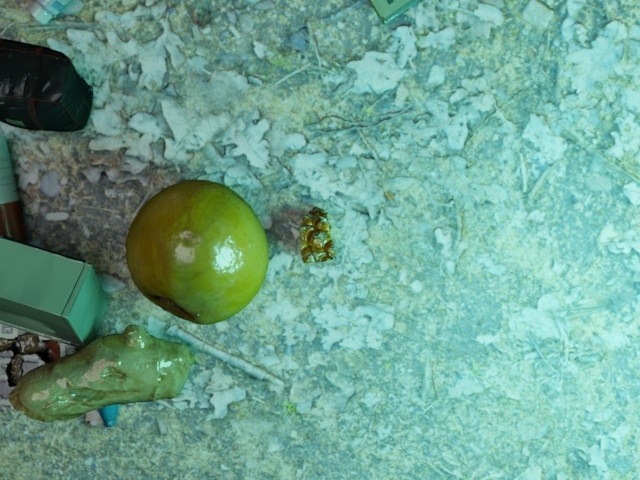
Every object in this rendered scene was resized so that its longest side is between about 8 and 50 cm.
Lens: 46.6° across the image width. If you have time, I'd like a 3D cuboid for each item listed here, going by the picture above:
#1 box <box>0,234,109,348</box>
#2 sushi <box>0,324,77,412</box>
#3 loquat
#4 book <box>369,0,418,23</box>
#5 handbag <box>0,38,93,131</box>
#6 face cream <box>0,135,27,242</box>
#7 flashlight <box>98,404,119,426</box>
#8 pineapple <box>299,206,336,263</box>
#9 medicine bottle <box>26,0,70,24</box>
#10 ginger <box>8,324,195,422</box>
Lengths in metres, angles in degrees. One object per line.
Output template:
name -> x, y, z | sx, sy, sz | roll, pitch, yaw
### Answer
box -> -0.544, 0.095, 1.417 | 0.225, 0.225, 0.117 | 17, 66, 0
sushi -> -0.639, 0.251, 1.541 | 0.279, 0.043, 0.193 | -13, 94, -3
loquat -> -0.230, 0.011, 1.394 | 0.274, 0.275, 0.275 | 0, 98, 2
book -> 0.178, -0.567, 1.370 | 0.282, 0.025, 0.215 | -36, 107, -1
handbag -> -0.550, -0.286, 1.401 | 0.215, 0.169, 0.155 | 10, 85, 3
face cream -> -0.650, -0.093, 1.468 | 0.095, 0.096, 0.214 | -9, 98, 4
flashlight -> -0.447, 0.326, 1.545 | 0.051, 0.051, 0.129 | 1, 102, 2
pineapple -> 0.000, 0.000, 1.462 | 0.069, 0.137, 0.116 | -6, 141, 7
medicine bottle -> -0.519, -0.463, 1.430 | 0.089, 0.052, 0.052 | -44, 94, 8
ginger -> -0.420, 0.265, 1.450 | 0.353, 0.126, 0.190 | -15, 127, -20
